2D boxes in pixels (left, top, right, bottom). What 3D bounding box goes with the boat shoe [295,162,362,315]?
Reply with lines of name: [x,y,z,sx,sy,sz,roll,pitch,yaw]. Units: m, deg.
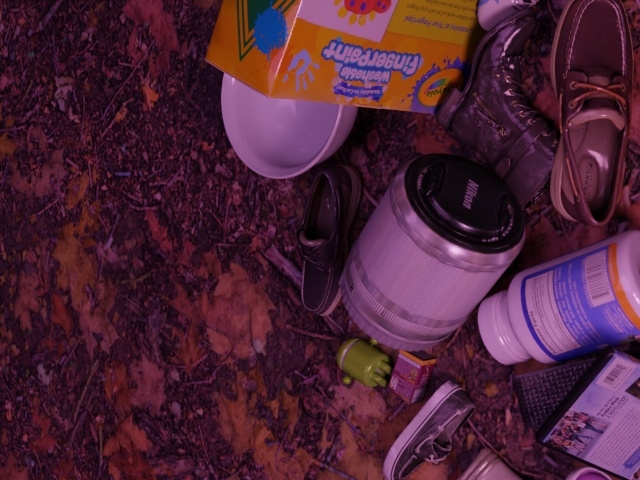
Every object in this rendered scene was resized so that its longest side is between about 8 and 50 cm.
boat shoe: [0.000,0.000,1.943,0.103,0.092,0.285,24,108,38]

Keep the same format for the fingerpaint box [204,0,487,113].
fingerpaint box: [0.083,-0.395,1.618,0.163,0.445,0.371,35,115,36]

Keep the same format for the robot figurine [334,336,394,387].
robot figurine: [0.076,0.215,1.904,0.115,0.067,0.101,30,84,37]

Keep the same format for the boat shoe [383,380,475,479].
boat shoe: [0.182,0.338,1.810,0.070,0.078,0.219,46,119,31]

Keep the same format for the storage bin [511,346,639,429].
storage bin: [0.390,0.219,1.590,0.180,0.122,0.084,-20,78,40]

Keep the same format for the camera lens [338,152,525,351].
camera lens: [0.173,0.017,1.683,0.219,0.219,0.274,55,139,25]

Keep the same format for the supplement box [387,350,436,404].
supplement box: [0.157,0.231,1.850,0.055,0.043,0.083,29,110,37]

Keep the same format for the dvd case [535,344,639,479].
dvd case: [0.450,0.260,1.490,0.180,0.253,0.022,-58,15,27]

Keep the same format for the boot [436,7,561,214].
boot: [0.320,-0.199,1.670,0.229,0.091,0.263,46,124,24]

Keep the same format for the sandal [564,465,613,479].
sandal: [0.459,0.511,1.524,0.102,0.169,0.416,-19,92,43]

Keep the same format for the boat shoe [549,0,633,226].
boat shoe: [0.396,-0.187,1.536,0.123,0.123,0.342,-110,24,-78]

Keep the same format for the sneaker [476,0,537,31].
sneaker: [0.329,-0.399,1.632,0.237,0.085,0.086,-43,45,31]

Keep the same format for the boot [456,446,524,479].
boot: [0.277,0.460,1.734,0.165,0.077,0.213,36,109,34]

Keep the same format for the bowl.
bowl: [-0.030,-0.258,1.931,0.298,0.134,0.297,2,93,42]

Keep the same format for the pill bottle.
pill bottle: [0.372,0.096,1.581,0.272,0.152,0.152,-26,75,40]
